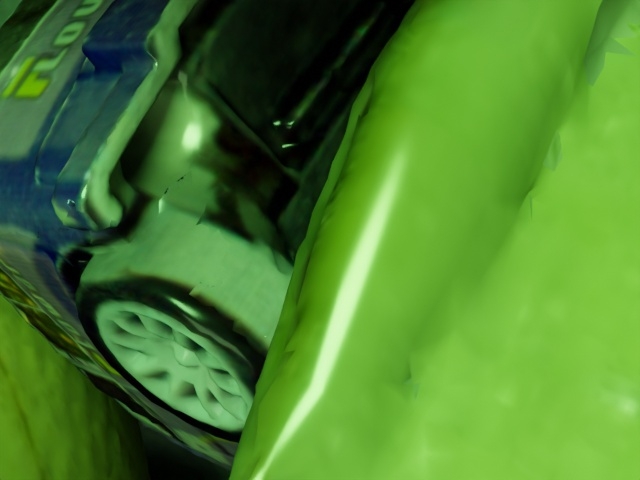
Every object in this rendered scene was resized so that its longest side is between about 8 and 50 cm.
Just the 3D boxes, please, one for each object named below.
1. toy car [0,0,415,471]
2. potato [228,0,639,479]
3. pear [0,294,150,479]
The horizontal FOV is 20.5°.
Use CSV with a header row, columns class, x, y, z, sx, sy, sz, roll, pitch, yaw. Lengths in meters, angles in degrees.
class,x,y,z,sx,sy,sz,roll,pitch,yaw
toy car,0.000,0.000,0.530,0.158,0.172,0.235,4,140,45
potato,0.166,0.026,0.430,0.330,0.280,0.213,24,171,1
pear,-0.224,0.099,0.600,0.348,0.348,0.348,13,138,12
